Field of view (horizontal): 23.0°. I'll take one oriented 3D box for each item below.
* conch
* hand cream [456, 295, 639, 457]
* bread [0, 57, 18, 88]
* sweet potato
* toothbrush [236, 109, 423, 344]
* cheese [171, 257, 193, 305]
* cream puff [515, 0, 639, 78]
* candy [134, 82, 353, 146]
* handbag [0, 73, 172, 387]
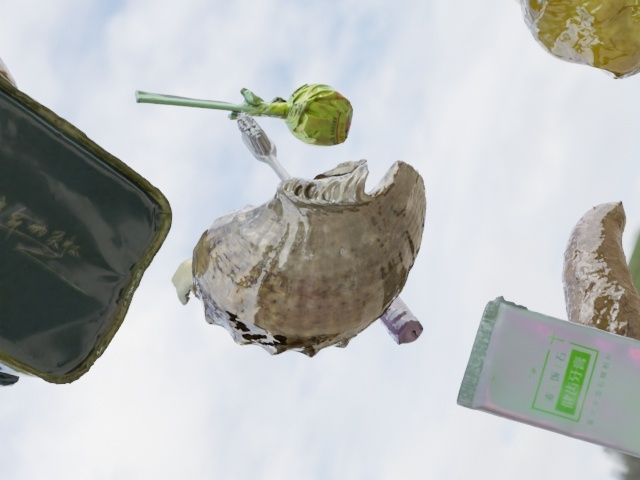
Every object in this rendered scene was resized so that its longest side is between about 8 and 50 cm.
[{"bbox_3d":[0.000,0.000,1.055,0.155,0.130,0.207,-34,-16,-42],"label":"conch"},{"bbox_3d":[0.241,0.115,1.130,0.050,0.275,0.079,93,-163,-49],"label":"hand cream"},{"bbox_3d":[-0.424,-0.136,1.474,0.270,0.270,0.148,-42,-16,-45],"label":"bread"},{"bbox_3d":[0.339,0.092,1.828,0.092,0.114,0.342,126,144,-45],"label":"sweet potato"},{"bbox_3d":[-0.003,-0.020,1.259,0.024,0.354,0.029,-33,-53,-3],"label":"toothbrush"},{"bbox_3d":[-0.147,0.046,1.903,0.060,0.084,0.041,-93,-17,-48],"label":"cheese"},{"bbox_3d":[0.179,-0.281,1.123,0.324,0.257,0.291,111,166,-61],"label":"cream puff"},{"bbox_3d":[-0.088,-0.157,1.844,0.073,0.262,0.077,-114,33,-58],"label":"candy"},{"bbox_3d":[-0.292,-0.008,1.268,0.263,0.241,0.222,37,-108,-29],"label":"handbag"}]
